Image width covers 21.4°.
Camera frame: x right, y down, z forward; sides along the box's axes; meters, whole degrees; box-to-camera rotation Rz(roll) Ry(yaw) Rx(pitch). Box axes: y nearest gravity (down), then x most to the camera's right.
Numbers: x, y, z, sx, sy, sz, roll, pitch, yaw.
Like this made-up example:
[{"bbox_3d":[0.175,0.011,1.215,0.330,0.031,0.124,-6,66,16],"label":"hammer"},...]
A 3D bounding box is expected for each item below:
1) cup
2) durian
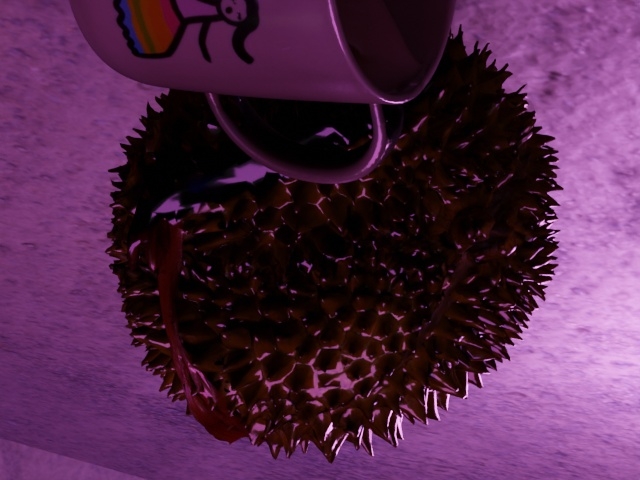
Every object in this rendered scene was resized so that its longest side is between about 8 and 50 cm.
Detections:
[{"bbox_3d":[-0.034,-0.156,1.082,0.200,0.191,0.253,3,121,28],"label":"cup"},{"bbox_3d":[-0.001,-0.005,1.309,0.384,0.347,0.347,5,159,46],"label":"durian"}]
